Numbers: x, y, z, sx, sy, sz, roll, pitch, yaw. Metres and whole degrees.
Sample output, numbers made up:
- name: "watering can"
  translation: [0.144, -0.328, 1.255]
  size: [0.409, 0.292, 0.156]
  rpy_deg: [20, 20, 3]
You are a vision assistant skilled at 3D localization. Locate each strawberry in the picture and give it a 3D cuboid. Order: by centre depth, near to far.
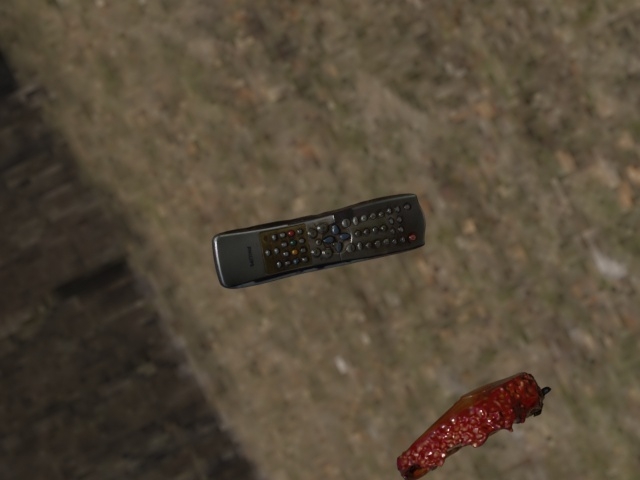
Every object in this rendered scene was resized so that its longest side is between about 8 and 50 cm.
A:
- name: "strawberry"
  translation: [0.132, 0.159, 1.570]
  size: [0.048, 0.152, 0.104]
  rpy_deg: [64, 168, 10]

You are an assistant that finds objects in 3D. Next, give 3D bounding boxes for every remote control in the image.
- name: "remote control"
  translation: [0.000, 0.000, 1.722]
  size: [0.028, 0.212, 0.059]
  rpy_deg: [-179, 78, -74]
